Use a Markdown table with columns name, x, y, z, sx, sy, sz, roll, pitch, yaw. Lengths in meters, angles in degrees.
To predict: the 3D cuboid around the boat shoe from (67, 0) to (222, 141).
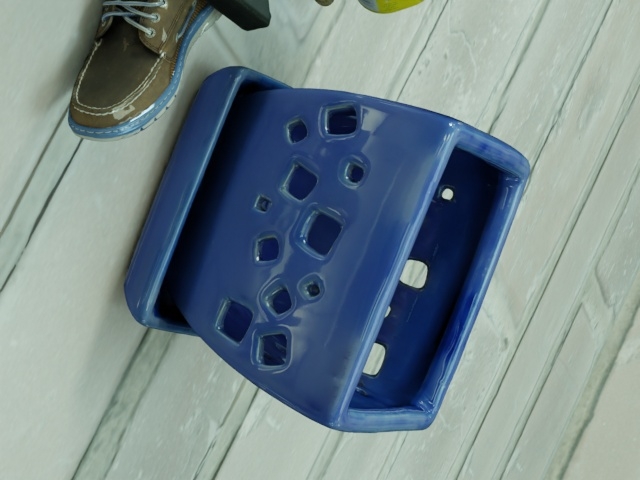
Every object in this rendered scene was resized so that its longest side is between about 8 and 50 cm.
| name | x | y | z | sx | sy | sz | roll | pitch | yaw |
| --- | --- | --- | --- | --- | --- | --- | --- | --- | --- |
| boat shoe | -0.116 | -0.141 | 1.288 | 0.066 | 0.066 | 0.183 | 82 | 26 | -45 |

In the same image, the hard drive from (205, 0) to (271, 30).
| name | x | y | z | sx | sy | sz | roll | pitch | yaw |
| --- | --- | --- | --- | --- | --- | --- | --- | --- | --- |
| hard drive | -0.062 | -0.214 | 1.304 | 0.094 | 0.022 | 0.135 | 28 | 54 | -69 |

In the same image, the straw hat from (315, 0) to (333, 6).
| name | x | y | z | sx | sy | sz | roll | pitch | yaw |
| --- | --- | --- | --- | --- | --- | --- | --- | --- | --- |
| straw hat | -0.035 | -0.228 | 1.389 | 0.061 | 0.144 | 0.144 | -13 | 135 | -15 |

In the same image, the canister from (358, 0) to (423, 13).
| name | x | y | z | sx | sy | sz | roll | pitch | yaw |
| --- | --- | --- | --- | --- | --- | --- | --- | --- | --- |
| canister | 0.035 | -0.259 | 1.466 | 0.170 | 0.073 | 0.126 | 68 | 5 | -65 |

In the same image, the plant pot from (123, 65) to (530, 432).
| name | x | y | z | sx | sy | sz | roll | pitch | yaw |
| --- | --- | --- | --- | --- | --- | --- | --- | --- | --- |
| plant pot | 0.000 | 0.000 | 1.492 | 0.236 | 0.212 | 0.236 | -70 | 159 | 1 |
